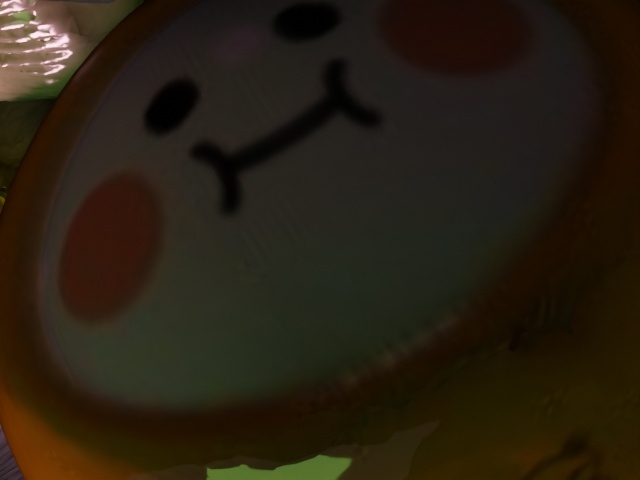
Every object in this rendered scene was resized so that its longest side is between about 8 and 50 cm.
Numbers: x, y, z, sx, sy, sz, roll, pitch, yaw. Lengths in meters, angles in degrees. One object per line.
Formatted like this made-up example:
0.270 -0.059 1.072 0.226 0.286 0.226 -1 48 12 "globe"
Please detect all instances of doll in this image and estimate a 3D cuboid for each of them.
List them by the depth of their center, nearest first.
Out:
0.004 -0.004 0.476 0.213 0.236 0.213 -16 138 -15 "doll"

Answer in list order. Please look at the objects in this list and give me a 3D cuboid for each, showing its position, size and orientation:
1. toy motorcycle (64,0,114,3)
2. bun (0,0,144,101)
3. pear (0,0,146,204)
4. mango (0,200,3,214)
-0.033 -0.152 0.409 0.200 0.191 0.326 -10 175 26 "toy motorcycle"
-0.140 -0.125 0.595 0.164 0.111 0.188 5 163 37 "bun"
0.000 0.000 0.711 0.238 0.164 0.255 -11 132 34 "pear"
-0.203 -0.026 0.997 0.187 0.066 0.101 2 176 -4 "mango"
